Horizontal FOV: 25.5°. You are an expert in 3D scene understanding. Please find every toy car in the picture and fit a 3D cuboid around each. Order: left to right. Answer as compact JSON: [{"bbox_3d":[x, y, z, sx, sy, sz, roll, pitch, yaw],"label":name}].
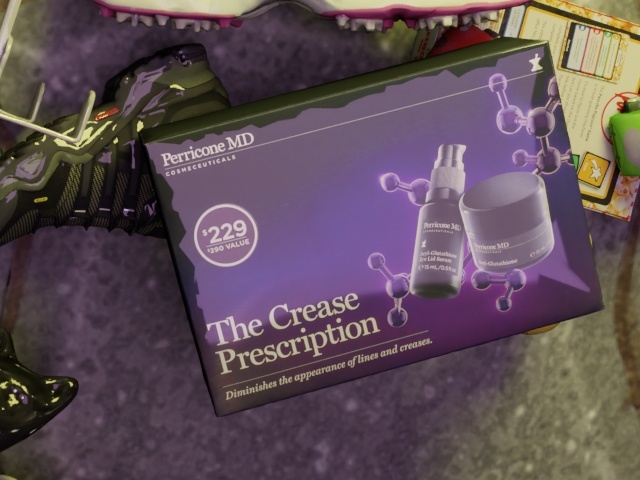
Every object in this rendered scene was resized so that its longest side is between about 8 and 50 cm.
[{"bbox_3d":[0.208,-0.063,1.030,0.225,0.053,0.239,-19,103,-12],"label":"toy car"}]

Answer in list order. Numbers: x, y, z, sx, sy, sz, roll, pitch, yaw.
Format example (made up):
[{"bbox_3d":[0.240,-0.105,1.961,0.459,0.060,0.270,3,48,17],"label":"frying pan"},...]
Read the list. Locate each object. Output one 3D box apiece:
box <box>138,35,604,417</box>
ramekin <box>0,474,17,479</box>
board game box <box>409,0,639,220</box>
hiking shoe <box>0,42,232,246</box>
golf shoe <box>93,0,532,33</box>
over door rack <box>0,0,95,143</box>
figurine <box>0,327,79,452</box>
[{"bbox_3d":[0.031,-0.014,0.925,0.261,0.103,0.184,-16,99,-6],"label":"box"},{"bbox_3d":[-0.228,0.271,0.942,0.207,0.207,0.109,-48,116,-4],"label":"ramekin"},{"bbox_3d":[0.161,-0.109,1.063,0.194,0.045,0.146,15,94,-17],"label":"board game box"},{"bbox_3d":[-0.148,-0.036,0.970,0.227,0.086,0.114,-36,103,-8],"label":"hiking shoe"},{"bbox_3d":[-0.002,-0.206,0.940,0.306,0.115,0.140,1,96,-8],"label":"golf shoe"},{"bbox_3d":[-0.189,-0.228,0.847,0.108,0.239,0.324,5,97,-18],"label":"over door rack"},{"bbox_3d":[-0.302,0.108,0.934,0.215,0.092,0.209,41,79,6],"label":"figurine"}]
